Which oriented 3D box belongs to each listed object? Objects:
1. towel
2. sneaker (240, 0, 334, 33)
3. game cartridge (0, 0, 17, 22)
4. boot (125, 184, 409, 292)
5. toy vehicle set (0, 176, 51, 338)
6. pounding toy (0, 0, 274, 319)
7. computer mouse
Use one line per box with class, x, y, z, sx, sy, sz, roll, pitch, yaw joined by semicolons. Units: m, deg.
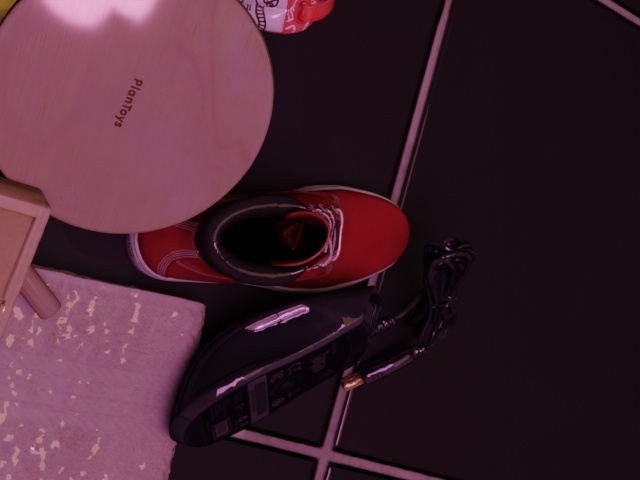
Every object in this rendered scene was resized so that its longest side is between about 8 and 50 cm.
towel;-0.223;0.106;0.766;0.282;0.049;0.187;16;85;-33
sneaker;0.009;-0.230;0.750;0.090;0.270;0.145;-74;148;-56
game cartridge;-0.235;-0.167;0.747;0.294;0.060;0.196;-24;108;-29
boot;0.000;0.000;0.826;0.244;0.176;0.088;-2;91;-34
toy vehicle set;-0.306;0.013;0.619;0.267;0.035;0.166;18;104;-33
pounding toy;-0.152;-0.092;0.729;0.237;0.110;0.183;-37;121;3
computer mouse;-0.003;0.083;0.865;0.262;0.184;0.060;-30;66;-10
